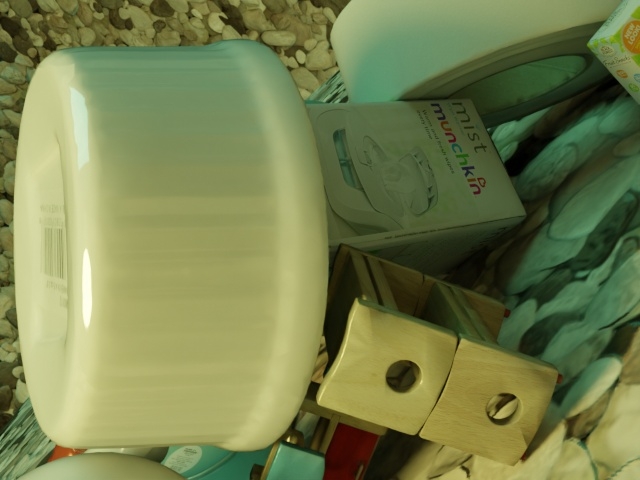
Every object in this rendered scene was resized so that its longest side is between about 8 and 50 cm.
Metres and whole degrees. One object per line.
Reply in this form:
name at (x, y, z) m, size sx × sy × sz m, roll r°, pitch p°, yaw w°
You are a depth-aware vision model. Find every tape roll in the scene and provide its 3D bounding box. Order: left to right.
tape roll at (0.157, -0.180, 0.828) m, size 0.286 × 0.100 × 0.286 m, roll -16°, pitch -8°, yaw -2°

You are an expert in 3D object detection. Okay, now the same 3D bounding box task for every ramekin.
ramekin at (-0.115, 0.004, 0.602) m, size 0.277 × 0.135 × 0.277 m, roll 1°, pitch 92°, yaw 63°

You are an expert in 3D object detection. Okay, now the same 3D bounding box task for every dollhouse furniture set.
dollhouse furniture set at (0.044, 0.121, 0.593) m, size 0.129 × 0.128 × 0.184 m, roll -102°, pitch 32°, yaw -75°

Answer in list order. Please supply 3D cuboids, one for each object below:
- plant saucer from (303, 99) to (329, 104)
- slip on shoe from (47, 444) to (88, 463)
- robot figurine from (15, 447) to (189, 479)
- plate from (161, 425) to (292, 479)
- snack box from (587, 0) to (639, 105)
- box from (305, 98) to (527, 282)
plant saucer at (-0.104, -0.044, 0.910) m, size 0.317 × 0.044 × 0.317 m, roll -33°, pitch -9°, yaw -6°
slip on shoe at (-0.342, 0.282, 1.372) m, size 0.331 × 0.101 × 0.123 m, roll -48°, pitch 14°, yaw -2°
robot figurine at (-0.182, 0.266, 0.636) m, size 0.353 × 0.199 × 0.300 m, roll -35°, pitch 33°, yaw 43°
plate at (-0.117, 0.193, 0.885) m, size 0.188 × 0.024 × 0.188 m, roll -18°, pitch 26°, yaw 9°
snack box at (0.279, -0.163, 0.689) m, size 0.141 × 0.100 × 0.037 m, roll -49°, pitch 12°, yaw -12°
box at (0.000, 0.000, 0.798) m, size 0.231 × 0.127 × 0.262 m, roll -10°, pitch -19°, yaw -39°
